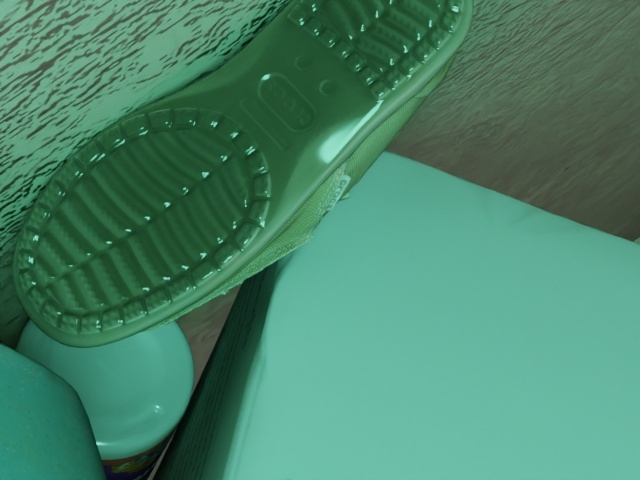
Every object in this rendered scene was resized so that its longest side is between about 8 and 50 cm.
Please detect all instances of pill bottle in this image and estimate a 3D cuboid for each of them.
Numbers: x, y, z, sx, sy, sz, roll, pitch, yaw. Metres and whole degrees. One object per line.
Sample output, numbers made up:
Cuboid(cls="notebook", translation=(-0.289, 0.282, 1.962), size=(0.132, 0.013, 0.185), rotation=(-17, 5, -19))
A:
Cuboid(cls="pill bottle", translation=(-0.149, 0.112, 1.053), size=(0.108, 0.108, 0.193), rotation=(-30, 167, -26))

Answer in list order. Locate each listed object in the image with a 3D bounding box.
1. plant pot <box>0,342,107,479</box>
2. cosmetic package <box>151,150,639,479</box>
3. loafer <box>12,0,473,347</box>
Cuboid(cls="plant pot", translation=(-0.202, 0.132, 0.714), size=(0.290, 0.290, 0.195), rotation=(99, 10, -73))
Cuboid(cls="cosmetic package", translation=(0.056, 0.222, 0.946), size=(0.329, 0.327, 0.394), rotation=(-77, -170, -50))
Cuboid(cls="loafer", translation=(-0.031, -0.038, 0.829), size=(0.268, 0.102, 0.092), rotation=(-37, 162, 2))
